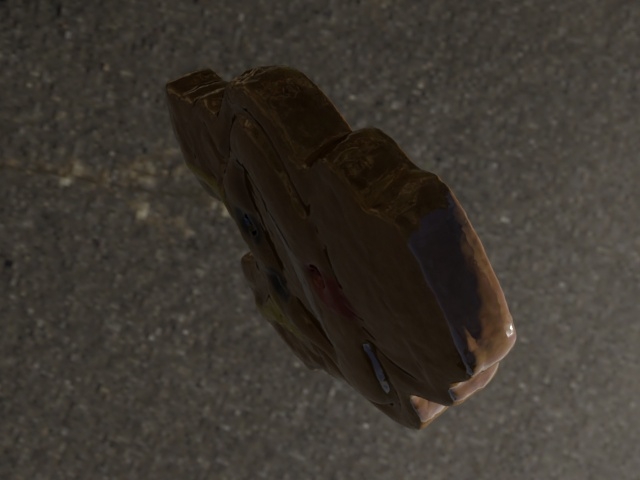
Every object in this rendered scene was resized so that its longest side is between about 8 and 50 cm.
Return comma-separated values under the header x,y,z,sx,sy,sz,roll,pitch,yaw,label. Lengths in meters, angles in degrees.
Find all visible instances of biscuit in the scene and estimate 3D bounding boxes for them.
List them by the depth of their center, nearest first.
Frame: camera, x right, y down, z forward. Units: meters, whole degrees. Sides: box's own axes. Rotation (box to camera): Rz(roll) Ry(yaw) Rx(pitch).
x,y,z,sx,sy,sz,roll,pitch,yaw,label
-0.003,0.002,0.648,0.044,0.295,0.186,-32,102,-14,biscuit
